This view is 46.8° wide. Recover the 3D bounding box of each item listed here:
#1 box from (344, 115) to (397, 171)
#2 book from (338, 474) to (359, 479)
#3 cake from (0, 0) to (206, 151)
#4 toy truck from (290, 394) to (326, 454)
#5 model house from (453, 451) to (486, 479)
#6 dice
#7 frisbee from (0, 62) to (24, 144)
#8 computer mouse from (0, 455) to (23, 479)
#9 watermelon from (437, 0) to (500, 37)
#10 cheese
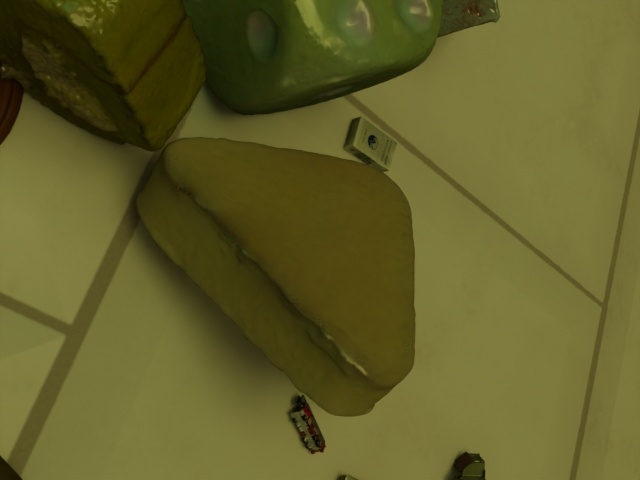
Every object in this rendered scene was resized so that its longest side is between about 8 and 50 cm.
[{"bbox_3d":[0.078,-0.148,1.150,0.083,0.024,0.054,30,68,-33],"label":"box"},{"bbox_3d":[0.055,0.502,1.044,0.201,0.026,0.290,33,66,-30],"label":"book"},{"bbox_3d":[-0.238,-0.213,0.778,0.156,0.179,0.260,-60,163,-22],"label":"cake"},{"bbox_3d":[-0.017,0.254,1.019,0.083,0.024,0.032,64,30,-16],"label":"toy truck"},{"bbox_3d":[0.236,0.392,1.193,0.058,0.057,0.083,4,102,-13],"label":"model house"},{"bbox_3d":[-0.018,-0.308,0.944,0.252,0.254,0.250,-19,96,-37],"label":"dice"},{"bbox_3d":[-0.401,-0.183,0.721,0.250,0.021,0.251,-1,92,-58],"label":"frisbee"},{"bbox_3d":[-0.363,0.245,0.728,0.102,0.044,0.199,-45,112,-35],"label":"computer mouse"},{"bbox_3d":[0.196,-0.441,1.171,0.261,0.201,0.213,-32,113,-41],"label":"watermelon"},{"bbox_3d":[0.001,0.001,0.949,0.383,0.104,0.384,23,39,-20],"label":"cheese"}]
